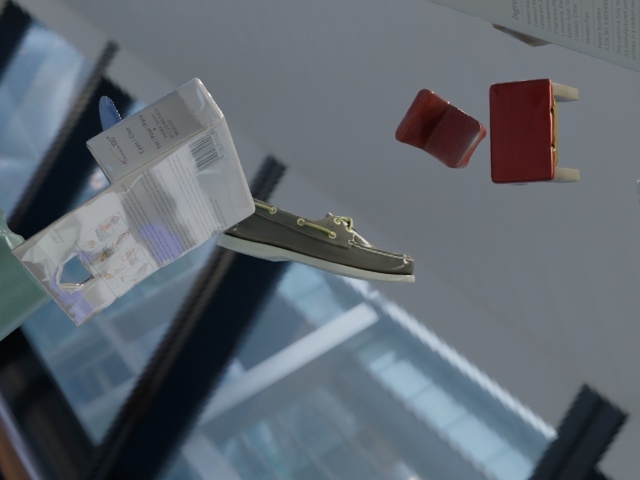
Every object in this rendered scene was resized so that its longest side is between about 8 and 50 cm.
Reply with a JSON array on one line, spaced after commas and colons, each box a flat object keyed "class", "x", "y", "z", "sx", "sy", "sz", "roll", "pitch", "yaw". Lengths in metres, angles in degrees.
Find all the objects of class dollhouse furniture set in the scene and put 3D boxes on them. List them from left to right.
[{"class": "dollhouse furniture set", "x": 0.138, "y": -0.241, "z": 1.449, "sx": 0.152, "sy": 0.201, "sz": 0.374, "roll": 8, "pitch": 80, "yaw": -61}]

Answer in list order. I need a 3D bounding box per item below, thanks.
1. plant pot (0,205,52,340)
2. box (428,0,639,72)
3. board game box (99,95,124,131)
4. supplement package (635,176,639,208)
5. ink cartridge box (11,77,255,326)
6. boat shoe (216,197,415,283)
[{"class": "plant pot", "x": -0.581, "y": 0.068, "z": 2.023, "sx": 0.341, "sy": 0.334, "sz": 0.341, "roll": 55, "pitch": -5, "yaw": 7}, {"class": "box", "x": 0.200, "y": -0.289, "z": 1.134, "sx": 0.345, "sy": 0.215, "sz": 0.168, "roll": 25, "pitch": -34, "yaw": 31}, {"class": "board game box", "x": -0.285, "y": -0.145, "z": 2.174, "sx": 0.168, "sy": 0.033, "sz": 0.133, "roll": 60, "pitch": -21, "yaw": 18}, {"class": "supplement package", "x": 0.609, "y": -0.020, "z": 2.109, "sx": 0.198, "sy": 0.199, "sz": 0.262, "roll": 41, "pitch": 28, "yaw": -18}, {"class": "ink cartridge box", "x": -0.211, "y": -0.035, "z": 1.616, "sx": 0.066, "sy": 0.261, "sz": 0.296, "roll": 55, "pitch": -7, "yaw": 18}, {"class": "boat shoe", "x": 0.000, "y": 0.000, "z": 2.160, "sx": 0.109, "sy": 0.305, "sz": 0.091, "roll": 47, "pitch": 55, "yaw": -84}]
